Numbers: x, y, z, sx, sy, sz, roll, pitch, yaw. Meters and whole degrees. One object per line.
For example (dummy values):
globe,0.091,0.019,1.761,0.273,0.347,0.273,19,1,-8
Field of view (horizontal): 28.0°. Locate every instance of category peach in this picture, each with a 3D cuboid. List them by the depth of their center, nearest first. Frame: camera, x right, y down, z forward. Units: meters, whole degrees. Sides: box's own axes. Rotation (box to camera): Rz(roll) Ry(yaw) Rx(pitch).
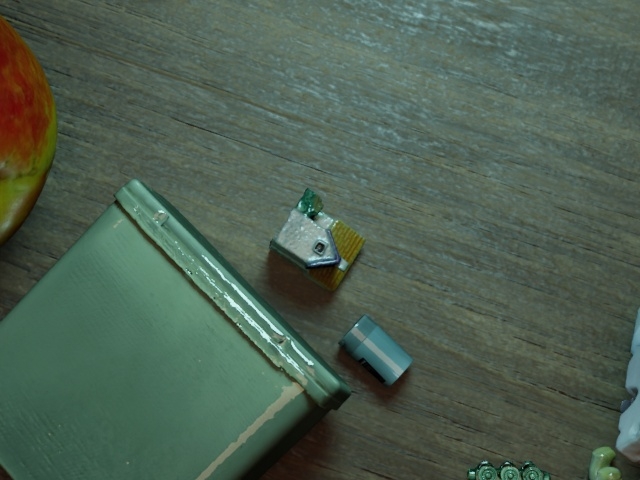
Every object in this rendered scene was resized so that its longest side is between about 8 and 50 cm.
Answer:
peach,-0.496,-0.146,1.476,0.388,0.388,0.388,0,84,-1

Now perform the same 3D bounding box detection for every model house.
model house,0.000,0.000,1.590,0.100,0.101,0.088,35,83,2

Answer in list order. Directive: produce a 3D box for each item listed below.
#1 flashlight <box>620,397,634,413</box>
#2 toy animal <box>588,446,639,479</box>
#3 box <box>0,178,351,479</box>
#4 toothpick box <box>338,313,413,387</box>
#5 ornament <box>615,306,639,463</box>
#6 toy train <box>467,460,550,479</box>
flashlight,0.422,0.188,1.610,0.110,0.031,0.052,-42,110,-8
toy animal,0.432,0.320,1.556,0.233,0.121,0.169,-2,95,2
box,-0.208,0.170,1.513,0.344,0.177,0.352,-44,77,-3
toothpick box,0.069,0.138,1.600,0.083,0.052,0.052,42,85,3
ornament,0.510,0.163,1.436,0.239,0.239,0.240,36,44,-12
toy train,0.233,0.307,1.588,0.103,0.044,0.064,1,87,2
